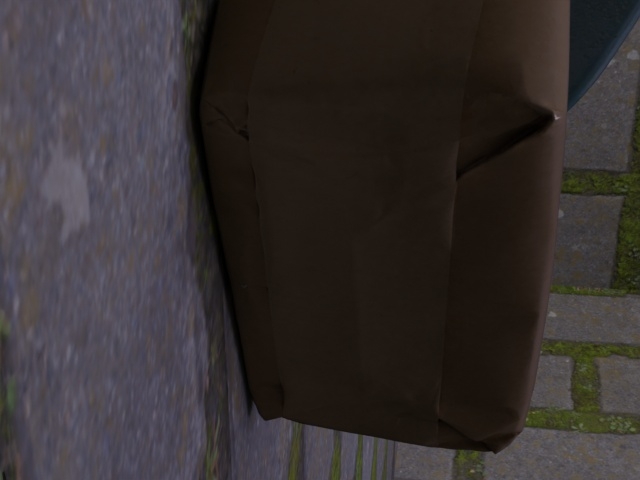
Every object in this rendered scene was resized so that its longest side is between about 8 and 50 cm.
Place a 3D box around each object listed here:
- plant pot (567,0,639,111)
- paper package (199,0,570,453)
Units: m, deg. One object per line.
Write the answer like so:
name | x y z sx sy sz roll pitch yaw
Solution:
plant pot | 0.123 -0.215 1.088 0.247 0.248 0.252 -75 -173 -62
paper package | 0.050 -0.098 0.753 0.309 0.168 0.325 85 11 -55
